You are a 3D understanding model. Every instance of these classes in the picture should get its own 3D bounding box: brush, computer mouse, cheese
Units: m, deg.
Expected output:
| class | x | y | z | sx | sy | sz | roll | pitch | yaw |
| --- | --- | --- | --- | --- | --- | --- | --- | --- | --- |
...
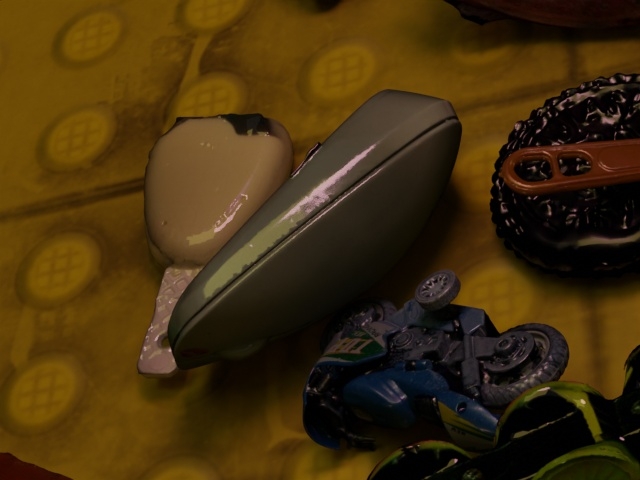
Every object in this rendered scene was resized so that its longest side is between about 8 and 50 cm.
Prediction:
| class | x | y | z | sx | sy | sz | roll | pitch | yaw |
| --- | --- | --- | --- | --- | --- | --- | --- | --- | --- |
| brush | 0.285 | -0.065 | 1.418 | 0.314 | 0.017 | 0.090 | -6 | 51 | -2 |
| computer mouse | 0.005 | 0.004 | 1.485 | 0.097 | 0.159 | 0.288 | 41 | 77 | 8 |
| cheese | -0.103 | 0.005 | 1.593 | 0.127 | 0.054 | 0.252 | -2 | 54 | 24 |

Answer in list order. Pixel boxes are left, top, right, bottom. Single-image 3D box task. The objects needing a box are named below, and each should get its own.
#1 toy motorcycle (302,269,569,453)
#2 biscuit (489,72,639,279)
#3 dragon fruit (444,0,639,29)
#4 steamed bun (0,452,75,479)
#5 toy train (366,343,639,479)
| class | x | y | z | sx | sy | sz | roll | pitch | yaw |
| --- | --- | --- | --- | --- | --- | --- | --- | --- | --- |
| toy motorcycle | 0.068 | 0.099 | 1.399 | 0.254 | 0.092 | 0.135 | 6 | 49 | 51 |
| biscuit | 0.219 | -0.049 | 1.479 | 0.194 | 0.053 | 0.195 | -13 | 48 | 15 |
| dragon fruit | 0.203 | -0.352 | 1.579 | 0.314 | 0.296 | 0.263 | 5 | 52 | 19 |
| steamed bun | -0.222 | 0.291 | 1.288 | 0.379 | 0.235 | 0.248 | 16 | 59 | 35 |
| toy train | 0.167 | 0.175 | 1.251 | 0.296 | 0.161 | 0.100 | -24 | 25 | 7 |
